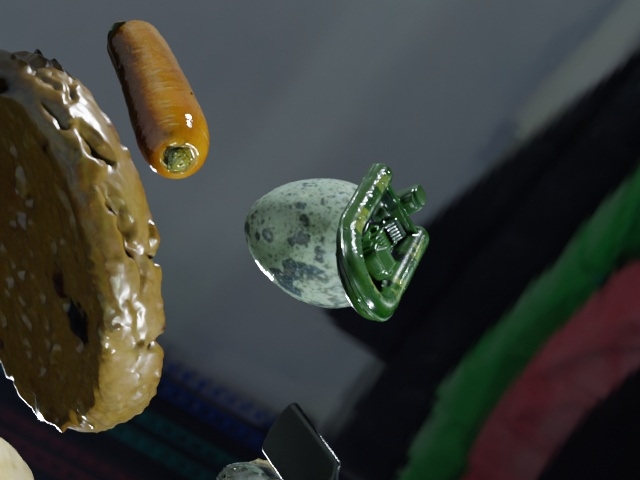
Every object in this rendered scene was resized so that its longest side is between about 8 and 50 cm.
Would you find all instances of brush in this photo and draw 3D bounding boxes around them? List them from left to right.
[{"bbox_3d":[0.007,0.230,1.726,0.063,0.016,0.193,-58,-133,23],"label":"brush"}]

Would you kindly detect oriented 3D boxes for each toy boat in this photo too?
[{"bbox_3d":[0.054,0.005,1.743,0.052,0.104,0.210,-20,-161,25],"label":"toy boat"}]

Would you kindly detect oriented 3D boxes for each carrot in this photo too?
[{"bbox_3d":[-0.149,-0.129,1.743,0.067,0.067,0.225,-54,-145,21],"label":"carrot"}]

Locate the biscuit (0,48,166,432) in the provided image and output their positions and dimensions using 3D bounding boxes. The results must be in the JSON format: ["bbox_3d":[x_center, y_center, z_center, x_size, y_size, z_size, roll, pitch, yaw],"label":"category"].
[{"bbox_3d":[-0.190,0.001,1.358,0.075,0.296,0.296,-20,173,-28],"label":"biscuit"}]

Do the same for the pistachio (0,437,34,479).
[{"bbox_3d":[-0.384,0.313,2.198,0.145,0.117,0.200,107,-11,-45],"label":"pistachio"}]

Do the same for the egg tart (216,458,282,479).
[{"bbox_3d":[-0.056,0.341,1.943,0.094,0.234,0.234,-21,165,-39],"label":"egg tart"}]

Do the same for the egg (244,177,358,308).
[{"bbox_3d":[0.000,0.000,1.947,0.132,0.172,0.132,-41,140,-47],"label":"egg"}]
